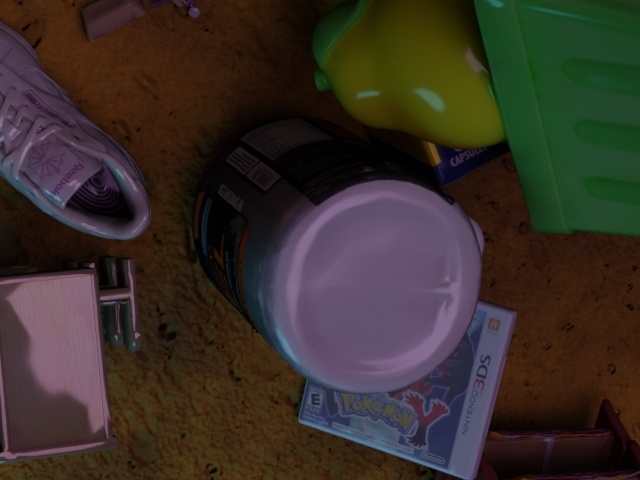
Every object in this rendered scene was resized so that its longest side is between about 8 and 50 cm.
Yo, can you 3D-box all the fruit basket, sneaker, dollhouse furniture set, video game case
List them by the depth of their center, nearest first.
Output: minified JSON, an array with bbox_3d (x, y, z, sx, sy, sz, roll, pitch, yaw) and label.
[{"bbox_3d":[0.194,-0.181,1.533,0.392,0.392,0.283,45,66,-23],"label":"fruit basket"},{"bbox_3d":[-0.270,-0.109,1.655,0.305,0.152,0.114,38,92,-21],"label":"sneaker"},{"bbox_3d":[-0.272,0.106,1.656,0.212,0.242,0.161,-6,93,-18],"label":"dollhouse furniture set"},{"bbox_3d":[-0.176,-0.238,1.730,0.114,0.091,0.081,-25,154,12],"label":"dollhouse furniture set"},{"bbox_3d":[0.087,0.132,1.838,0.201,0.023,0.183,17,101,21],"label":"video game case"},{"bbox_3d":[0.214,0.371,1.966,0.201,0.152,0.374,1,120,-19],"label":"dollhouse furniture set"}]

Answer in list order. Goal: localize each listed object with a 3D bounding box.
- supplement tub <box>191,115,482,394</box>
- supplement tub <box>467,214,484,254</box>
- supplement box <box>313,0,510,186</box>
[{"bbox_3d":[0.000,0.000,1.671,0.207,0.338,0.207,-5,105,-17],"label":"supplement tub"},{"bbox_3d":[0.119,-0.006,1.835,0.071,0.107,0.071,-4,104,-18],"label":"supplement tub"},{"bbox_3d":[0.103,-0.263,1.716,0.194,0.195,0.356,-28,110,-10],"label":"supplement box"}]
